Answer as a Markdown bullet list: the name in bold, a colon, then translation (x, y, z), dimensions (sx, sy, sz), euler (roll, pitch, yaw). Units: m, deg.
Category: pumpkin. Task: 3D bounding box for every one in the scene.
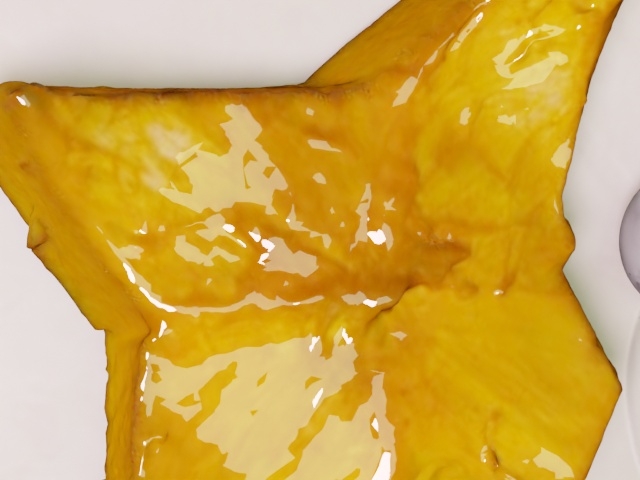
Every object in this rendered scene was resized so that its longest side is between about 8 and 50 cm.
- **pumpkin**: translation (0.021, 0.014, 0.586), dimensions (0.290, 0.095, 0.258), euler (-17, 96, -14)

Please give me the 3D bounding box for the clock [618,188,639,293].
- **clock**: translation (0.218, -0.014, 0.597), dimensions (0.162, 0.166, 0.093), euler (-16, 100, -19)
